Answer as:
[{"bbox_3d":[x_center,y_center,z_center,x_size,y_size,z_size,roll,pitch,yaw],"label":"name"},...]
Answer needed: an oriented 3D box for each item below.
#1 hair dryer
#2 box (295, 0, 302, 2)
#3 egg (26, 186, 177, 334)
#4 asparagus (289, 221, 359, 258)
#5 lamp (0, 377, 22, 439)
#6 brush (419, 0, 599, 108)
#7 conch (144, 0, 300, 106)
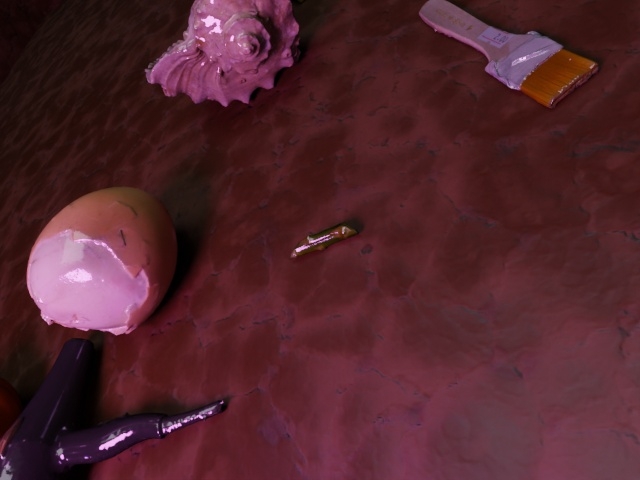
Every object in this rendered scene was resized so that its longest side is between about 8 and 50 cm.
[{"bbox_3d":[-0.279,0.239,0.655,0.359,0.120,0.304,-18,36,13],"label":"hair dryer"},{"bbox_3d":[-0.083,-0.657,1.121,0.279,0.041,0.153,44,109,45],"label":"box"},{"bbox_3d":[-0.325,0.024,0.740,0.200,0.201,0.245,-10,46,32],"label":"egg"},{"bbox_3d":[0.000,0.001,0.634,0.108,0.025,0.021,-23,59,23],"label":"asparagus"},{"bbox_3d":[-0.590,0.307,0.742,0.223,0.197,0.223,-18,17,5],"label":"lamp"},{"bbox_3d":[0.231,-0.281,0.662,0.085,0.020,0.337,-39,45,8],"label":"brush"},{"bbox_3d":[-0.184,-0.367,0.916,0.297,0.210,0.352,-34,22,2],"label":"conch"}]
